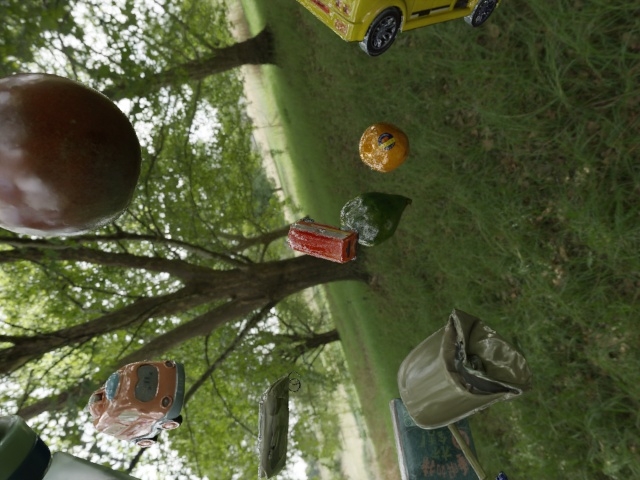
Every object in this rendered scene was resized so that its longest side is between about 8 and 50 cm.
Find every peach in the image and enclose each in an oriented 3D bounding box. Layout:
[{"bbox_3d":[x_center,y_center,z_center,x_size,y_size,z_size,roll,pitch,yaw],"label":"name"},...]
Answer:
[{"bbox_3d":[-0.413,-0.124,0.640,0.252,0.253,0.252,164,90,-86],"label":"peach"}]

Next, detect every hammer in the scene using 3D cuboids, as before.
[{"bbox_3d":[0.353,0.512,1.022,0.013,0.062,0.199,53,-175,-30],"label":"hammer"}]

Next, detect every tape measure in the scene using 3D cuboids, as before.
[{"bbox_3d":[-0.637,0.443,0.713,0.138,0.262,0.259,56,-145,-14],"label":"tape measure"}]

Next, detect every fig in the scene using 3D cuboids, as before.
[{"bbox_3d":[0.189,-0.092,1.364,0.195,0.245,0.195,52,-178,-3],"label":"fig"}]

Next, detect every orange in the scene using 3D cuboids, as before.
[{"bbox_3d":[0.103,-0.150,0.656,0.083,0.084,0.083,164,90,-86],"label":"orange"}]

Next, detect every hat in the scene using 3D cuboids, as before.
[{"bbox_3d":[0.230,0.226,0.656,0.144,0.173,0.166,23,-155,-31],"label":"hat"}]

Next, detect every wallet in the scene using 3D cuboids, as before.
[{"bbox_3d":[-0.145,0.625,1.365,0.275,0.068,0.335,41,-129,-70],"label":"wallet"}]

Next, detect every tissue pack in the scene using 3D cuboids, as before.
[{"bbox_3d":[0.347,0.633,1.218,0.103,0.228,0.315,94,171,-59],"label":"tissue pack"}]

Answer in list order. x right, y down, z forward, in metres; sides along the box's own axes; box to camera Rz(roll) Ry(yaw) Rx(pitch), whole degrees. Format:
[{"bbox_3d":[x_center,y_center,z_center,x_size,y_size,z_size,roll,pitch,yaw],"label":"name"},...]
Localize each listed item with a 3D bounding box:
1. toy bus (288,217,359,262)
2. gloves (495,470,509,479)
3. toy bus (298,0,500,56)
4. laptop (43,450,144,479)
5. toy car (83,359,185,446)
[{"bbox_3d":[0.000,0.000,0.953,0.077,0.174,0.079,-29,-53,-55],"label":"toy bus"},{"bbox_3d":[0.362,0.491,0.773,0.064,0.026,0.086,57,-169,-65],"label":"gloves"},{"bbox_3d":[0.131,-0.375,0.548,0.145,0.331,0.151,48,149,22],"label":"toy bus"},{"bbox_3d":[-0.551,0.564,0.877,0.187,0.269,0.015,-43,-42,-65],"label":"laptop"},{"bbox_3d":[-0.517,0.446,1.135,0.212,0.270,0.180,31,-149,-38],"label":"toy car"}]
